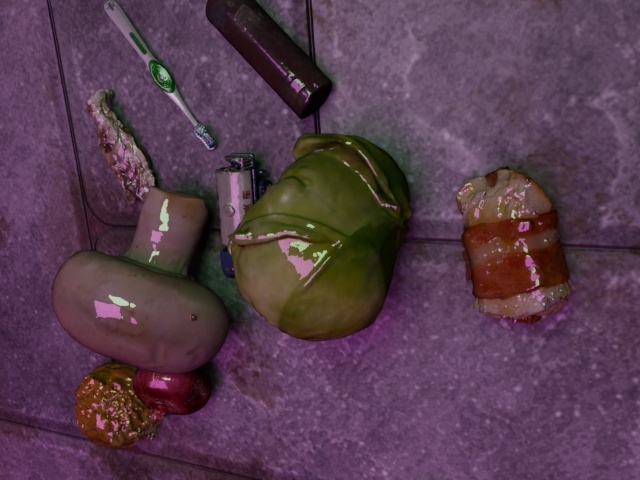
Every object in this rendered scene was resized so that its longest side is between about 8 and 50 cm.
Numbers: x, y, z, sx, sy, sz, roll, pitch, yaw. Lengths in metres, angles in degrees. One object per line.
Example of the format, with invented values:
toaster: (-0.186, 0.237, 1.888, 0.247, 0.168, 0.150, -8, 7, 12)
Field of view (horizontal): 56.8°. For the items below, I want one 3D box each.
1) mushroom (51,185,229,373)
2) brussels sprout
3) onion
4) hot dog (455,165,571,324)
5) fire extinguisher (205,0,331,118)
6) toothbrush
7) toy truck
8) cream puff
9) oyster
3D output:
mushroom: (-0.272, 0.065, 0.986, 0.292, 0.292, 0.290, 14, 75, 20)
brussels sprout: (0.003, 0.000, 0.807, 0.227, 0.259, 0.294, 23, 138, 25)
onion: (-0.277, 0.294, 1.071, 0.150, 0.140, 0.150, 4, 146, 2)
hot dog: (0.256, 0.007, 0.787, 0.146, 0.103, 0.213, -1, 96, 47)
fire extinguisher: (-0.088, -0.303, 0.857, 0.268, 0.072, 0.089, 48, 125, 5)
toothbrush: (-0.265, -0.273, 0.975, 0.030, 0.030, 0.304, -38, 86, 29)
toy truck: (-0.121, -0.037, 0.945, 0.074, 0.088, 0.202, 5, 108, 22)
cream puff: (-0.406, 0.335, 1.168, 0.189, 0.129, 0.189, 9, 112, 24)
oyster: (-0.356, -0.152, 1.033, 0.106, 0.061, 0.200, -35, 90, 30)
